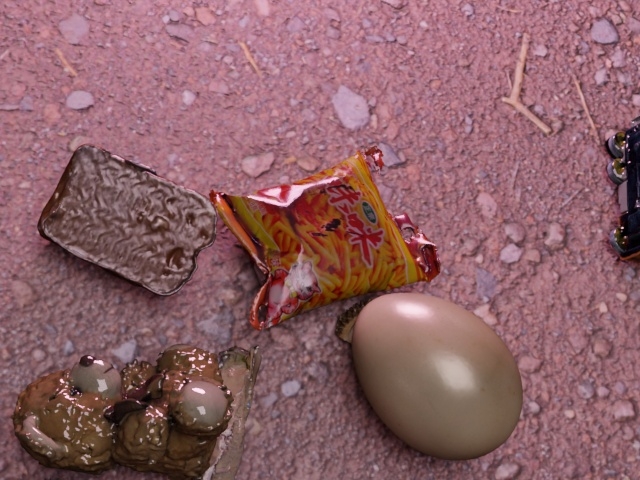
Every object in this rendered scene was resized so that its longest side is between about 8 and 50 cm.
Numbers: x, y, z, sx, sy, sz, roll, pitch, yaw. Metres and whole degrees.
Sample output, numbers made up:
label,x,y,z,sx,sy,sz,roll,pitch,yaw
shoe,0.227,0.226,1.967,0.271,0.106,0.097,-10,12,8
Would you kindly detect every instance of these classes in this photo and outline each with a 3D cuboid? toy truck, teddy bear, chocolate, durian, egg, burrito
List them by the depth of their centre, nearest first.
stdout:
label,x,y,z,sx,sy,sz,roll,pitch,yaw
teddy bear,-0.244,0.211,1.560,0.256,0.267,0.156,8,98,-8
burrito,-0.124,0.243,1.658,0.063,0.058,0.229,18,69,-14
chocolate,-0.248,-0.025,1.684,0.214,0.093,0.148,27,88,-8
egg,0.150,0.174,1.688,0.254,0.188,0.188,42,65,6
durian,0.083,0.107,1.768,0.130,0.052,0.066,-5,76,-15
toy truck,0.520,-0.086,1.938,0.140,0.108,0.256,15,64,-25

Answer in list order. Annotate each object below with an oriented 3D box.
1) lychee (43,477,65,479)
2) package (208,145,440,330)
label,x,y,z,sx,sy,sz,roll,pitch,yaw
lychee,-0.299,0.365,1.500,0.197,0.165,0.165,30,62,25
package,-0.002,-0.006,1.758,0.288,0.108,0.223,-14,68,-25
